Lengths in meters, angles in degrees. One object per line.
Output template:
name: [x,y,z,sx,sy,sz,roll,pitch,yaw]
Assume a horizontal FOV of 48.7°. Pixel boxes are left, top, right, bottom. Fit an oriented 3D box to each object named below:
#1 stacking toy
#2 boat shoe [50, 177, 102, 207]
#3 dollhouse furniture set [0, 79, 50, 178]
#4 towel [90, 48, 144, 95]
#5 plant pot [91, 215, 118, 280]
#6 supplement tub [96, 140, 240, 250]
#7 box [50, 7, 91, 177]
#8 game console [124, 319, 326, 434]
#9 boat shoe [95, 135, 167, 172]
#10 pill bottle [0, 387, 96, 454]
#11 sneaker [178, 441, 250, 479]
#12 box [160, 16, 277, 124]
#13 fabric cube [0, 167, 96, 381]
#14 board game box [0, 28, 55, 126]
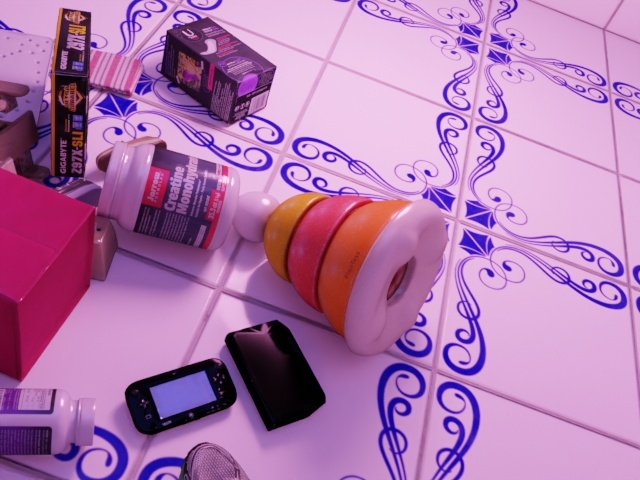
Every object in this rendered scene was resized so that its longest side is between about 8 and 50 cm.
stacking toy: [0.000,0.000,1.539,0.480,0.350,0.350,27,43,27]
boat shoe: [-0.577,-0.079,1.511,0.076,0.080,0.228,35,46,26]
dollhouse furniture set: [-0.636,-0.176,1.443,0.161,0.212,0.242,12,40,12]
towel: [-0.582,-0.451,1.885,0.197,0.029,0.144,11,46,-7]
plant pot: [-0.482,0.003,1.454,0.109,0.096,0.109,13,46,-8]
supplement tub: [-0.325,-0.097,1.523,0.272,0.191,0.191,14,45,-16]
box: [-0.560,-0.337,1.594,0.079,0.257,0.322,4,40,-19]
game console: [-0.182,0.283,1.347,0.361,0.044,0.213,-14,55,-30]
boat shoe: [-0.462,-0.210,1.688,0.072,0.068,0.190,34,35,28]
pill bottle: [-0.476,0.301,1.175,0.193,0.108,0.108,5,48,-17]
sneaker: [-0.119,0.469,1.129,0.134,0.146,0.343,-15,55,-31]
box: [-0.280,-0.465,1.925,0.270,0.143,0.165,39,46,17]
fabric cube: [-0.586,0.049,1.265,0.258,0.254,0.259,24,45,-1]
board game box: [-0.868,-0.391,1.704,0.390,0.050,0.390,5,47,-16]
